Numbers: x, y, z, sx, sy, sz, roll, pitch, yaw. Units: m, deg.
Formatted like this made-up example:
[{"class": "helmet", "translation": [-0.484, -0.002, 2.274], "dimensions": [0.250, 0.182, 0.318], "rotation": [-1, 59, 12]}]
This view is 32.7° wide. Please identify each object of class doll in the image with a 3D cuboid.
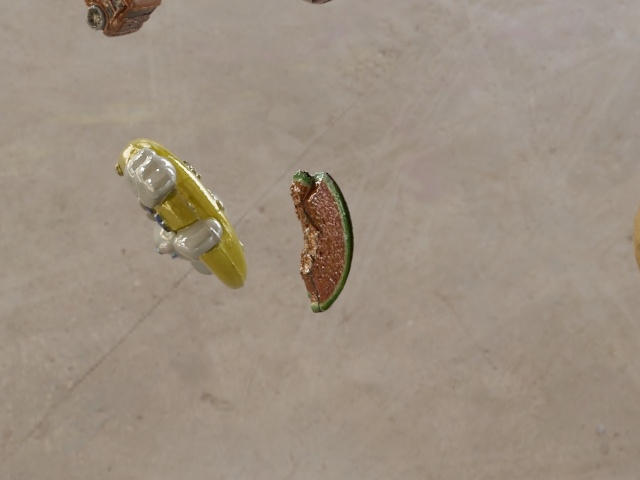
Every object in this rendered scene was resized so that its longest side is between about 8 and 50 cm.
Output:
[{"class": "doll", "translation": [-0.178, -0.028, 1.425], "dimensions": [0.111, 0.237, 0.252], "rotation": [-44, 19, -9]}]

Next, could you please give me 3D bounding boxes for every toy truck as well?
[{"class": "toy truck", "translation": [-0.286, -0.368, 1.428], "dimensions": [0.083, 0.092, 0.192], "rotation": [-29, 89, -52]}]

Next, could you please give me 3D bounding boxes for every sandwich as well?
[{"class": "sandwich", "translation": [0.001, 0.002, 1.042], "dimensions": [0.029, 0.135, 0.067], "rotation": [-3, -6, 41]}]

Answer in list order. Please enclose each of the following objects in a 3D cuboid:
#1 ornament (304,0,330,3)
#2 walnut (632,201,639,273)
[{"class": "ornament", "translation": [-0.009, -0.464, 1.740], "dimensions": [0.177, 0.177, 0.177], "rotation": [4, 45, -4]}, {"class": "walnut", "translation": [0.390, 0.009, 1.036], "dimensions": [0.165, 0.165, 0.197], "rotation": [-24, 29, -28]}]
